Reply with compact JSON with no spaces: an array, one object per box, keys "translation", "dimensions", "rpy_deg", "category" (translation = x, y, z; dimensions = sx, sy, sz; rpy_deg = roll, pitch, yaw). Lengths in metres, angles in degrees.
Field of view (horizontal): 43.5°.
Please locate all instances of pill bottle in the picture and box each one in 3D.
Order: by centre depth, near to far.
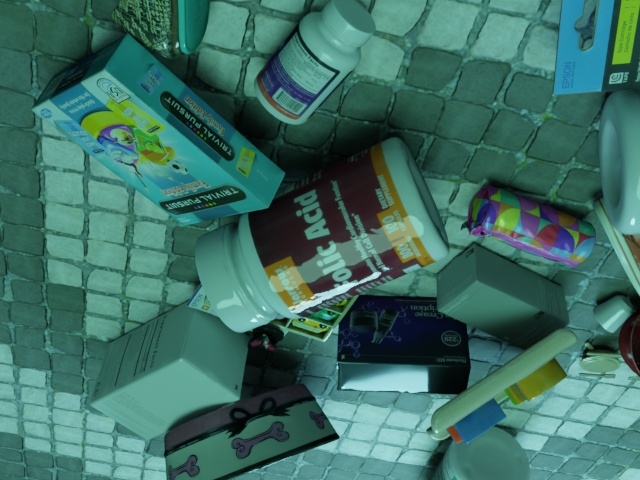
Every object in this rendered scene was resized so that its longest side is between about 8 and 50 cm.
[{"translation":[-0.007,-0.275,1.215],"dimensions":[0.108,0.108,0.193],"rpy_deg":[29,130,-23],"category":"pill bottle"},{"translation":[0.653,-0.136,1.221],"dimensions":[0.408,0.229,0.229],"rpy_deg":[-5,135,9],"category":"pill bottle"},{"translation":[0.000,0.000,1.372],"dimensions":[0.392,0.224,0.224],"rpy_deg":[-24,130,13],"category":"pill bottle"},{"translation":[0.380,0.647,2.057],"dimensions":[0.204,0.204,0.361],"rpy_deg":[10,135,-6],"category":"pill bottle"}]

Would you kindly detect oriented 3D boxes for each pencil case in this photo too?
[{"translation":[0.376,-0.020,1.453],"dimensions":[0.237,0.104,0.104],"rpy_deg":[16,134,-13],"category":"pencil case"}]

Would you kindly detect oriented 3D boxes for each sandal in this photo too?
[{"translation":[-0.120,0.217,1.694],"dimensions":[0.067,0.040,0.179],"rpy_deg":[19,153,-5],"category":"sandal"}]

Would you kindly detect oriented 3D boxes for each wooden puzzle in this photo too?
[{"translation":[0.367,0.318,1.627],"dimensions":[0.322,0.080,0.348],"rpy_deg":[-32,161,-3],"category":"wooden puzzle"}]

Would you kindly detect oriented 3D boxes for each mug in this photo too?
[{"translation":[0.603,0.142,1.640],"dimensions":[0.062,0.078,0.064],"rpy_deg":[46,119,5],"category":"mug"}]

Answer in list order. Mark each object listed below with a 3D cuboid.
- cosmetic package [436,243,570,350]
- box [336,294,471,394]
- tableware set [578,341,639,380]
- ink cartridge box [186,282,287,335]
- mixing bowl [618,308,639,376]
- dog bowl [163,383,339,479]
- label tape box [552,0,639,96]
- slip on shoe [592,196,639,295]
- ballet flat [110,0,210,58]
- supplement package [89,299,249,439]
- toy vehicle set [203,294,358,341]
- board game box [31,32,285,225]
[{"translation":[0.358,0.116,1.591],"dimensions":[0.238,0.107,0.127],"rpy_deg":[21,136,-21],"category":"cosmetic package"},{"translation":[0.166,0.211,1.644],"dimensions":[0.262,0.184,0.103],"rpy_deg":[1,136,2],"category":"box"},{"translation":[0.669,0.262,1.763],"dimensions":[0.194,0.039,0.128],"rpy_deg":[3,148,10],"category":"tableware set"},{"translation":[-0.131,0.100,1.651],"dimensions":[0.224,0.045,0.223],"rpy_deg":[25,131,-18],"category":"ink cartridge box"},{"translation":[0.680,0.209,1.636],"dimensions":[0.182,0.181,0.098],"rpy_deg":[18,172,-14],"category":"mixing bowl"},{"translation":[-0.171,0.451,1.820],"dimensions":[0.408,0.150,0.408],"rpy_deg":[-19,166,-5],"category":"dog bowl"},{"translation":[0.494,-0.336,1.114],"dimensions":[0.334,0.105,0.240],"rpy_deg":[-2,136,7],"category":"label tape box"},{"translation":[0.611,0.036,1.477],"dimensions":[0.101,0.123,0.331],"rpy_deg":[-28,119,18],"category":"slip on shoe"},{"translation":[-0.210,-0.454,1.029],"dimensions":[0.182,0.164,0.482],"rpy_deg":[24,136,2],"category":"ballet flat"},{"translation":[-0.326,0.284,1.761],"dimensions":[0.293,0.175,0.177],"rpy_deg":[-28,126,28],"category":"supplement package"},{"translation":[-0.078,0.104,1.592],"dimensions":[0.267,0.035,0.166],"rpy_deg":[19,132,-13],"category":"toy vehicle set"},{"translation":[-0.263,-0.161,1.305],"dimensions":[0.254,0.079,0.336],"rpy_deg":[-9,139,48],"category":"board game box"}]
